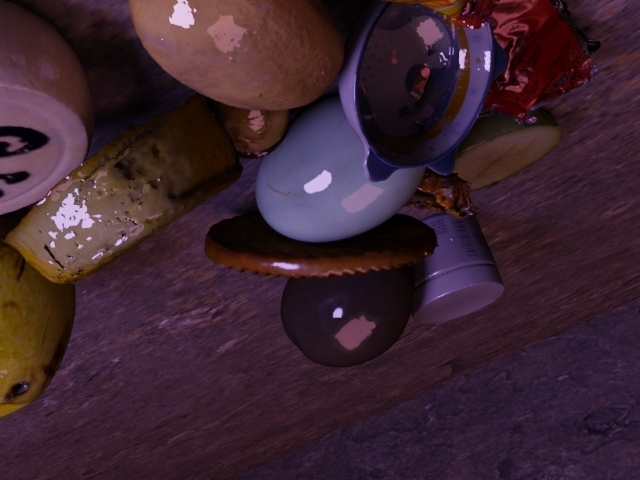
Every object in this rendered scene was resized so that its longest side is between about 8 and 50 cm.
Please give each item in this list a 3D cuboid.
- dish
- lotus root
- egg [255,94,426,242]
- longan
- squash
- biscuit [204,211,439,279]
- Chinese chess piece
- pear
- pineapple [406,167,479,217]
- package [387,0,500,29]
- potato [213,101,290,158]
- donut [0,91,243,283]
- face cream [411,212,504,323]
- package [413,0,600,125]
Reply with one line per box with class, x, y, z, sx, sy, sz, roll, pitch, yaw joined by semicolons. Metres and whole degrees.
dish;0.094;-0.179;0.944;0.236;0.086;0.227;-45;131;-16
lotus root;-0.073;-0.193;0.784;0.146;0.130;0.303;-29;156;20
egg;0.023;-0.088;1.062;0.231;0.168;0.168;-28;156;20
longan;0.053;0.102;1.492;0.248;0.248;0.248;-16;158;-7
squash;0.263;-0.130;1.327;0.219;0.041;0.219;-16;159;-6
biscuit;0.000;0.000;1.181;0.318;0.040;0.318;-1;-167;0
Chinese chess piece;-0.340;-0.114;0.797;0.257;0.104;0.257;-17;158;-7
pear;-0.417;0.076;0.974;0.284;0.283;0.283;-16;158;-7
pineapple;0.120;-0.075;1.222;0.225;0.076;0.225;4;-178;0
package;0.063;-0.286;0.682;0.288;0.108;0.223;-9;135;-40
potato;-0.080;-0.148;0.980;0.096;0.066;0.103;-23;156;1
donut;-0.194;-0.047;0.898;0.272;0.107;0.272;-37;-173;5
face cream;0.228;0.050;1.582;0.177;0.152;0.177;-16;156;-7
package;0.231;-0.218;1.062;0.194;0.071;0.270;-46;145;23
